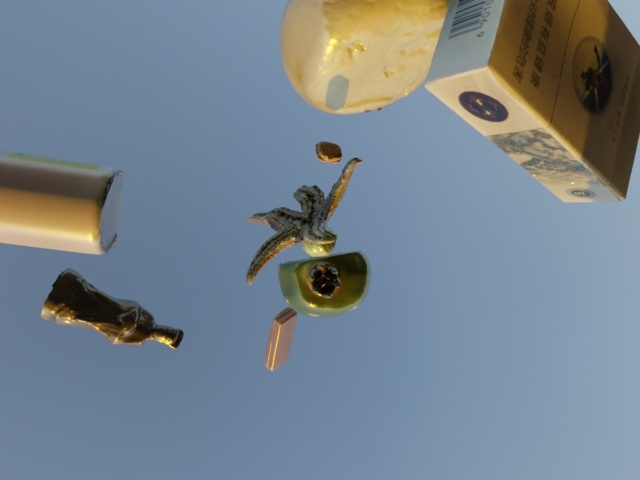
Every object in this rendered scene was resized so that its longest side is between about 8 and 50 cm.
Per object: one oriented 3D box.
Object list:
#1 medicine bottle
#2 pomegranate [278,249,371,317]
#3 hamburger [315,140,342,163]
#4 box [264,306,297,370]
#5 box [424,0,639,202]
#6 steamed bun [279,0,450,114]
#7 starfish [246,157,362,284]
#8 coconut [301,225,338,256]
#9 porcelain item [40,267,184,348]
[{"bbox_3d":[-0.671,-0.092,1.213,0.379,0.213,0.213,8,-100,-10],"label":"medicine bottle"},{"bbox_3d":[0.019,0.152,1.703,0.310,0.358,0.216,-7,-86,1],"label":"pomegranate"},{"bbox_3d":[0.024,-0.260,1.544,0.083,0.044,0.076,6,-123,-20],"label":"hamburger"},{"bbox_3d":[-0.068,0.167,0.885,0.048,0.025,0.115,-28,-41,-46],"label":"box"},{"bbox_3d":[0.224,-0.161,0.504,0.256,0.069,0.164,26,-103,-35],"label":"box"},{"bbox_3d":[0.083,-0.425,1.015,0.334,0.312,0.233,-12,-116,-31],"label":"steamed bun"},{"bbox_3d":[-0.032,-0.017,0.620,0.176,0.208,0.053,-46,-72,-17],"label":"starfish"},{"bbox_3d":[0.000,0.000,1.313,0.088,0.096,0.087,-15,-90,-70],"label":"coconut"},{"bbox_3d":[-0.326,0.127,0.839,0.216,0.069,0.081,26,-131,-14],"label":"porcelain item"}]
